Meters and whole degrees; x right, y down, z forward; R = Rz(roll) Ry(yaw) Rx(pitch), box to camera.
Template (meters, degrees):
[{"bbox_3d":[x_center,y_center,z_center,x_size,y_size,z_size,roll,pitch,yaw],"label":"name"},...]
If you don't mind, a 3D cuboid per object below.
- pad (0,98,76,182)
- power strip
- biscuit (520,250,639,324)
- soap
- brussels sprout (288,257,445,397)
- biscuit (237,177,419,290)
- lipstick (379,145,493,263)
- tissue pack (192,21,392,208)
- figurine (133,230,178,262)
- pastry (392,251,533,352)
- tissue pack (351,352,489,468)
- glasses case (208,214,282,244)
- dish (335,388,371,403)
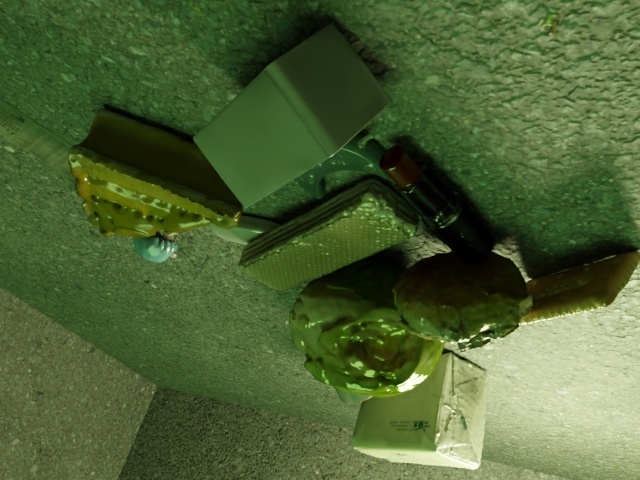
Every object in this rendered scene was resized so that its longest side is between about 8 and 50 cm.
[{"bbox_3d":[-0.634,-0.215,1.317,0.159,0.009,0.265,-13,139,45],"label":"pad"},{"bbox_3d":[0.029,-0.139,1.007,0.137,0.044,0.216,37,148,-29],"label":"power strip"},{"bbox_3d":[0.448,0.092,1.067,0.030,0.160,0.249,56,147,-4],"label":"biscuit"},{"bbox_3d":[-0.314,-0.079,1.197,0.338,0.169,0.304,21,152,-1],"label":"soap"},{"bbox_3d":[0.108,0.180,1.273,0.343,0.344,0.268,16,120,6],"label":"brussels sprout"},{"bbox_3d":[0.000,0.000,1.188,0.144,0.079,0.426,34,141,-30],"label":"biscuit"},{"bbox_3d":[0.204,-0.059,1.004,0.081,0.081,0.299,-9,143,41],"label":"lipstick"},{"bbox_3d":[-0.049,-0.172,0.836,0.136,0.159,0.246,52,144,-12],"label":"tissue pack"},{"bbox_3d":[-0.405,-0.046,1.384,0.205,0.103,0.260,21,143,-9],"label":"figurine"},{"bbox_3d":[0.260,0.108,1.094,0.236,0.256,0.121,-144,38,-63],"label":"pastry"},{"bbox_3d":[0.302,0.518,1.767,0.207,0.297,0.380,30,149,-25],"label":"tissue pack"},{"bbox_3d":[-0.163,-0.021,1.330,0.197,0.049,0.076,9,149,15],"label":"glasses case"},{"bbox_3d":[0.133,0.339,1.642,0.117,0.256,0.256,54,146,-3],"label":"dish"}]
